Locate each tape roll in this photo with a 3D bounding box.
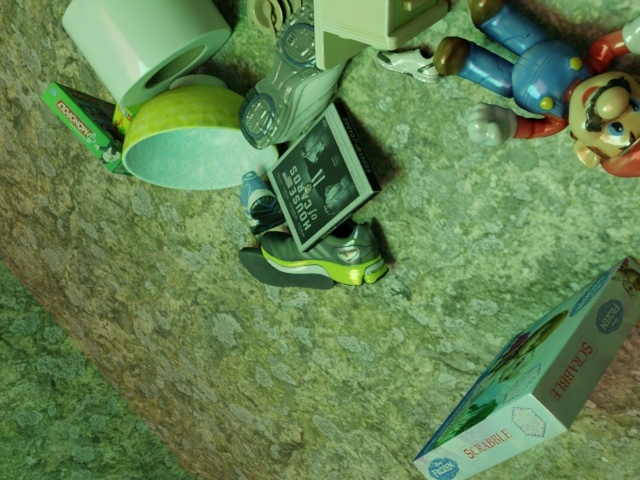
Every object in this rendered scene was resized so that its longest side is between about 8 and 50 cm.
[{"bbox_3d":[-0.304,-0.374,1.245,0.169,0.246,0.246,55,143,-7],"label":"tape roll"}]

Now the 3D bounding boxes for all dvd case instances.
[{"bbox_3d":[-0.001,-0.107,1.262,0.238,0.029,0.179,-39,68,46],"label":"dvd case"}]

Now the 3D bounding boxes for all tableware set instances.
[{"bbox_3d":[-0.092,-0.425,1.150,0.128,0.039,0.194,27,138,29],"label":"tableware set"}]

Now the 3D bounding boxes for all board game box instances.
[{"bbox_3d":[-0.328,-0.275,1.407,0.043,0.181,0.092,46,143,6],"label":"board game box"},{"bbox_3d":[-0.425,-0.220,1.497,0.213,0.317,0.046,45,99,8],"label":"board game box"},{"bbox_3d":[0.310,0.200,1.032,0.066,0.318,0.318,45,142,8],"label":"board game box"}]

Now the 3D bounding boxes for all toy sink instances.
[{"bbox_3d":[0.086,-0.344,0.940,0.131,0.152,0.234,26,136,29],"label":"toy sink"}]

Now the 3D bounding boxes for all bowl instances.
[{"bbox_3d":[-0.228,-0.219,1.339,0.289,0.289,0.156,-30,59,53],"label":"bowl"}]

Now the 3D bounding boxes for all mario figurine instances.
[{"bbox_3d":[0.293,-0.194,0.839,0.320,0.170,0.198,37,140,21],"label":"mario figurine"}]

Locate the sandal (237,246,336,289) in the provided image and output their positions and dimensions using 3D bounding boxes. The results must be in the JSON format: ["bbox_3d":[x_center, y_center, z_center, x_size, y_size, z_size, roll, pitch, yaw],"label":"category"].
[{"bbox_3d":[-0.068,0.058,1.540,0.254,0.054,0.097,10,135,29],"label":"sandal"}]

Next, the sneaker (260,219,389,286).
[{"bbox_3d":[0.000,0.000,1.383,0.299,0.111,0.121,8,115,37],"label":"sneaker"}]

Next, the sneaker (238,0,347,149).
[{"bbox_3d":[-0.020,-0.275,1.150,0.297,0.129,0.111,-47,70,34],"label":"sneaker"}]

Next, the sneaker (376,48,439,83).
[{"bbox_3d":[0.135,-0.270,1.053,0.109,0.040,0.044,25,120,25],"label":"sneaker"}]

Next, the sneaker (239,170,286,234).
[{"bbox_3d":[-0.121,-0.073,1.436,0.081,0.080,0.211,63,168,16],"label":"sneaker"}]
